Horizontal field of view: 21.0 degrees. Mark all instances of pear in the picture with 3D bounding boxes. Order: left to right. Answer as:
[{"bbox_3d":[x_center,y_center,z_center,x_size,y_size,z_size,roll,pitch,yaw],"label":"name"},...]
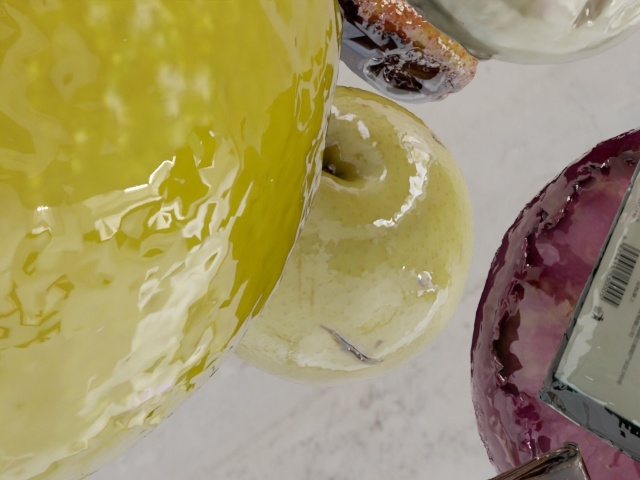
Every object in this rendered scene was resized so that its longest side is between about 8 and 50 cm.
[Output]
[{"bbox_3d":[0.000,0.000,1.694,0.309,0.309,0.309,1,109,3],"label":"pear"}]

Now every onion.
[{"bbox_3d":[0.280,0.095,1.208,0.358,0.345,0.358,1,69,-3],"label":"onion"}]

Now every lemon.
[{"bbox_3d":[-0.147,-0.065,0.647,0.364,0.364,0.364,1,109,3],"label":"lemon"}]

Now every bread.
[{"bbox_3d":[0.062,-0.221,1.788,0.139,0.095,0.269,-15,144,44],"label":"bread"}]

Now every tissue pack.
[{"bbox_3d":[0.177,0.015,0.751,0.090,0.103,0.170,12,104,-44],"label":"tissue pack"}]

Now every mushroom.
[{"bbox_3d":[0.195,-0.315,1.377,0.314,0.314,0.336,38,135,-10],"label":"mushroom"}]

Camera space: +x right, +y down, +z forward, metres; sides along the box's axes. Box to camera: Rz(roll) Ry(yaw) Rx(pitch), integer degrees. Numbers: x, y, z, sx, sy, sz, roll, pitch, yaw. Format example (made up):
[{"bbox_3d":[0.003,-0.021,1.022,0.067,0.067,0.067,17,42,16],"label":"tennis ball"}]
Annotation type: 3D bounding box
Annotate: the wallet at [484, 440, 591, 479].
[{"bbox_3d":[0.128,0.196,0.955,0.095,0.026,0.176,-24,118,6],"label":"wallet"}]
